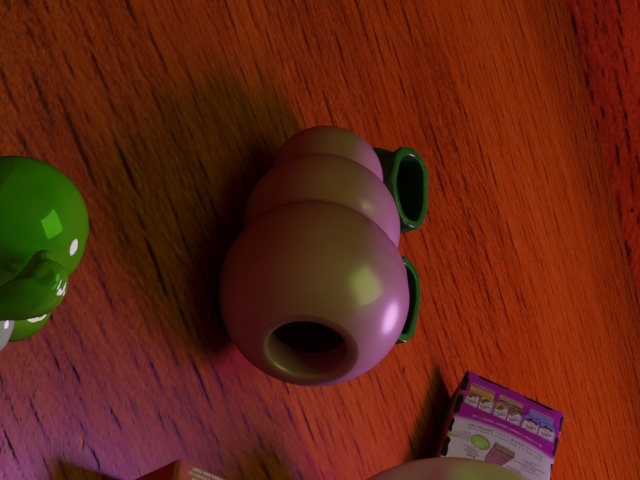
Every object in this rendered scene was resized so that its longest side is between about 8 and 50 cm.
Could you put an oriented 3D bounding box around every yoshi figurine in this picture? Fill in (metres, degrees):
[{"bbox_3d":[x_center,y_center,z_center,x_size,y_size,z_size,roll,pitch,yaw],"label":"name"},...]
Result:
[{"bbox_3d":[-0.289,0.008,1.186,0.362,0.203,0.203,-3,80,-69],"label":"yoshi figurine"}]

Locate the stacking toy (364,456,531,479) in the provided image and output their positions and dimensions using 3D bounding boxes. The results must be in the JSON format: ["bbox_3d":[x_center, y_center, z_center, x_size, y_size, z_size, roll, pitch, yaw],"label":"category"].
[{"bbox_3d":[0.167,0.508,2.006,0.480,0.351,0.350,76,19,-57],"label":"stacking toy"}]

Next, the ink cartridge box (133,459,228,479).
[{"bbox_3d":[-0.113,0.339,1.538,0.159,0.092,0.217,28,52,-29],"label":"ink cartridge box"}]

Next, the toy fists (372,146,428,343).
[{"bbox_3d":[0.041,0.011,1.982,0.096,0.142,0.279,32,53,-43],"label":"toy fists"}]

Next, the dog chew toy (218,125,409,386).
[{"bbox_3d":[0.000,0.000,1.831,0.331,0.207,0.206,-82,153,-46],"label":"dog chew toy"}]

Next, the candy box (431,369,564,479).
[{"bbox_3d":[0.240,0.308,2.314,0.233,0.159,0.071,-65,179,-50],"label":"candy box"}]
